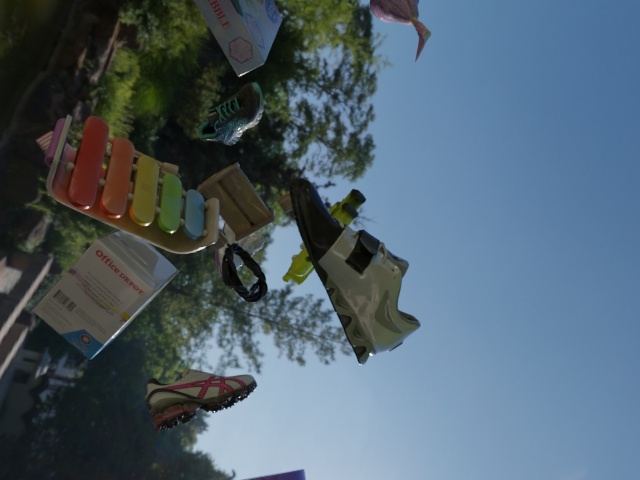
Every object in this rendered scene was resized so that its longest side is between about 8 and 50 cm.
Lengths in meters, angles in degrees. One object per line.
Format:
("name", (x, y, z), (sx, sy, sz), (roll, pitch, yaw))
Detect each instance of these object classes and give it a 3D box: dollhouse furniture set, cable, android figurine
("dollhouse furniture set", (-0.297, -0.164, 1.419), (0.356, 0.303, 0.173), (-27, -151, 11))
("cable", (-0.207, 0.082, 1.334), (0.047, 0.151, 0.184), (-40, -137, 25))
("android figurine", (0.000, 0.000, 1.132), (0.273, 0.056, 0.248), (-48, -174, 34))

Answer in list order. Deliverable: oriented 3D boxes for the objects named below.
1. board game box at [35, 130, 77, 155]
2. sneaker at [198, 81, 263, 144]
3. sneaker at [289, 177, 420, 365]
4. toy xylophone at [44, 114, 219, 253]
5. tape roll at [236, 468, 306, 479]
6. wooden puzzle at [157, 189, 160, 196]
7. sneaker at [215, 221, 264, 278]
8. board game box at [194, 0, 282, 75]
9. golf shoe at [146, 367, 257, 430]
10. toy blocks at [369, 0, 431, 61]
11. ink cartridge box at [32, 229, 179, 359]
("board game box", (-0.579, -0.149, 1.157), (0.045, 0.147, 0.193), (-45, 158, -26))
("sneaker", (-0.163, -0.223, 0.867), (0.166, 0.076, 0.064), (-37, -108, 45))
("sneaker", (0.060, 0.031, 0.797), (0.146, 0.330, 0.122), (-26, -166, 2))
("toy xylophone", (-0.330, -0.106, 0.863), (0.081, 0.323, 0.236), (-34, -127, 28))
("tape roll", (-0.162, 0.537, 0.986), (0.275, 0.275, 0.090), (-42, -129, 48))
("wooden puzzle", (-0.361, -0.097, 1.075), (0.014, 0.078, 0.116), (-27, -139, -7))
("sneaker", (-0.278, 0.019, 1.680), (0.305, 0.152, 0.114), (-87, 180, -48))
("board game box", (-0.192, -0.534, 0.959), (0.066, 0.317, 0.318), (-19, -144, 18))
("golf shoe", (-0.189, 0.241, 0.793), (0.067, 0.186, 0.085), (-51, -124, 38))
("toy blocks", (0.095, -0.379, 0.482), (0.260, 0.309, 0.288), (62, -28, 33))
("ink cartridge box", (-0.568, 0.132, 1.309), (0.270, 0.198, 0.197), (-44, -173, 10))
